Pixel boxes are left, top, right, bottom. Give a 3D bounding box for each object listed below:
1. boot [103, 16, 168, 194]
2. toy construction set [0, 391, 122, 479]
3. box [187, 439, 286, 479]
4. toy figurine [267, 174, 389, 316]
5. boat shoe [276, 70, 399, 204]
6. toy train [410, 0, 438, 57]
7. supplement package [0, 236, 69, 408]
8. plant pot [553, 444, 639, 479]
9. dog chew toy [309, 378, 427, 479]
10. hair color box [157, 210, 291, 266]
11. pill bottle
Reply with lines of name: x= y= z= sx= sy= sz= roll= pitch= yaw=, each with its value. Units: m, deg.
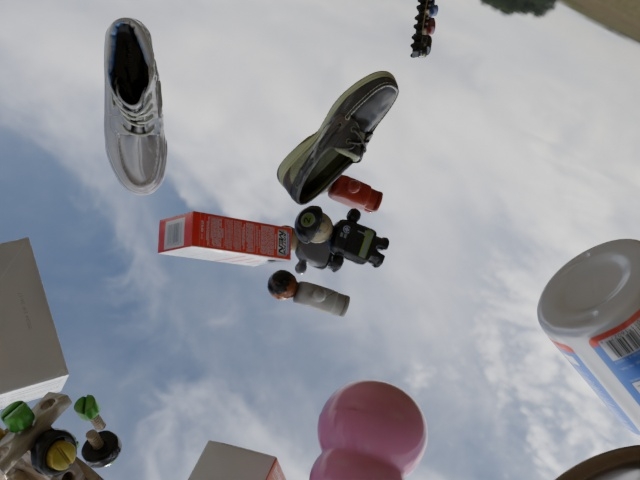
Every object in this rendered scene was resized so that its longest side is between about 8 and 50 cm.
boot: x=-0.270 y=-0.185 z=1.126 sx=0.095 sy=0.258 sz=0.123 roll=-7 pitch=-167 yaw=-8
toy construction set: x=-0.418 y=0.316 z=1.048 sx=0.309 sy=0.237 sz=0.257 roll=-34 pitch=-141 yaw=-20
box: x=-0.204 y=0.622 z=1.616 sx=0.168 sy=0.215 sz=0.345 roll=7 pitch=-133 yaw=23
toy figurine: x=0.000 y=0.000 z=1.292 sx=0.148 sy=0.209 sz=0.213 roll=21 pitch=-144 yaw=-17
boat shoe: x=0.033 y=-0.136 z=1.111 sx=0.080 sy=0.223 sz=0.073 roll=26 pitch=-153 yaw=-48
toy train: x=0.170 y=-0.348 z=1.291 sx=0.036 sy=0.027 sz=0.158 roll=4 pitch=-130 yaw=10
supplement package: x=-0.584 y=0.158 z=1.394 sx=0.204 sy=0.145 sz=0.262 roll=-14 pitch=-106 yaw=-28
plant pot: x=0.237 y=0.245 z=0.502 sx=0.263 sy=0.263 sz=0.229 roll=41 pitch=170 yaw=30
dog chew toy: x=0.073 y=0.425 z=1.441 sx=0.207 sy=0.206 sz=0.332 roll=23 pitch=-118 yaw=-8
hair color box: x=-0.134 y=0.000 z=1.127 sx=0.167 sy=0.053 sz=0.093 roll=11 pitch=166 yaw=-40
pill bottle: x=0.315 y=0.115 z=0.751 sx=0.221 sy=0.124 sz=0.124 roll=48 pitch=-162 yaw=-18
